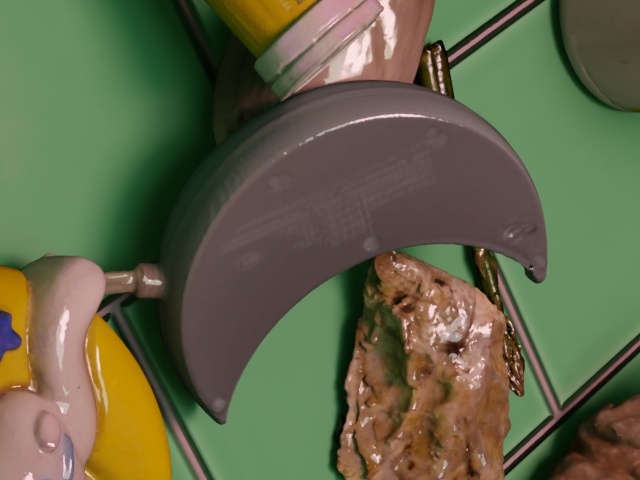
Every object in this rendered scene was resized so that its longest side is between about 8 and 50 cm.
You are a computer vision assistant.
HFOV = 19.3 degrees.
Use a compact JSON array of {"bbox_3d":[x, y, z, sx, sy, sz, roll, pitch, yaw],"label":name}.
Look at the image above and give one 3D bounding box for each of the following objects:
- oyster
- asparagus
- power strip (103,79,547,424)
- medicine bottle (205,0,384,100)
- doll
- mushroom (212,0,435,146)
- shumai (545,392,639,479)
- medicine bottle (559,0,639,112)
[{"bbox_3d":[0.078,0.108,1.145,0.133,0.072,0.209,1,93,-34],"label":"oyster"},{"bbox_3d":[0.096,-0.011,1.184,0.023,0.022,0.232,-62,137,-74],"label":"asparagus"},{"bbox_3d":[0.000,0.000,1.031,0.253,0.054,0.167,-21,123,-11],"label":"power strip"},{"bbox_3d":[-0.065,-0.176,0.976,0.218,0.074,0.074,48,62,-3],"label":"medicine bottle"},{"bbox_3d":[-0.172,0.116,0.929,0.237,0.111,0.252,33,64,-35],"label":"doll"},{"bbox_3d":[0.014,-0.155,1.071,0.096,0.108,0.246,25,77,-70],"label":"mushroom"},{"bbox_3d":[0.268,0.248,1.254,0.314,0.267,0.262,-39,150,0],"label":"shumai"},{"bbox_3d":[0.283,-0.149,1.172,0.143,0.258,0.143,-2,94,-37],"label":"medicine bottle"}]
